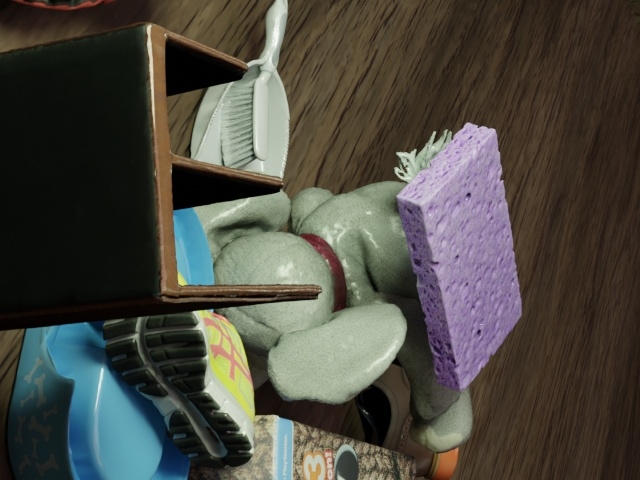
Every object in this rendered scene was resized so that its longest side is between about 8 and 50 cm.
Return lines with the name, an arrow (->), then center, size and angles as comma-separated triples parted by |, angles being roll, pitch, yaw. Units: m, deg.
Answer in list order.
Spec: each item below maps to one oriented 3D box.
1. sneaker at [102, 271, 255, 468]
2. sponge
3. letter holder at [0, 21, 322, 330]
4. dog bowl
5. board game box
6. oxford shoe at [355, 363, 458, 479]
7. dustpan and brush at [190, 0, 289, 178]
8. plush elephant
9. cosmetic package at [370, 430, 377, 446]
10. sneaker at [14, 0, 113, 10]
sneaker -> -0.106, 0.081, 1.110 | 0.094, 0.081, 0.208 | -77, 154, -48
sponge -> 0.124, 0.017, 1.217 | 0.117, 0.031, 0.210 | -46, 137, -36
letter holder -> -0.172, -0.021, 0.902 | 0.214, 0.301, 0.152 | 8, 77, -63
dog bowl -> -0.168, 0.091, 1.139 | 0.166, 0.074, 0.297 | 43, 48, -52
board game box -> -0.034, 0.294, 1.281 | 0.291, 0.141, 0.232 | 27, 60, -59
oxford shoe -> 0.091, 0.147, 1.617 | 0.097, 0.098, 0.271 | 109, -19, -44
dustpan and brush -> -0.064, -0.148, 1.411 | 0.147, 0.060, 0.211 | 31, 57, -58
plush elephant -> -0.003, 0.058, 1.313 | 0.272, 0.255, 0.330 | 54, -29, 32
cosmetic package -> 0.078, 0.272, 1.618 | 0.060, 0.041, 0.115 | 59, 35, -39
sneaker -> -0.194, -0.239, 1.144 | 0.276, 0.135, 0.098 | -11, 107, -40
